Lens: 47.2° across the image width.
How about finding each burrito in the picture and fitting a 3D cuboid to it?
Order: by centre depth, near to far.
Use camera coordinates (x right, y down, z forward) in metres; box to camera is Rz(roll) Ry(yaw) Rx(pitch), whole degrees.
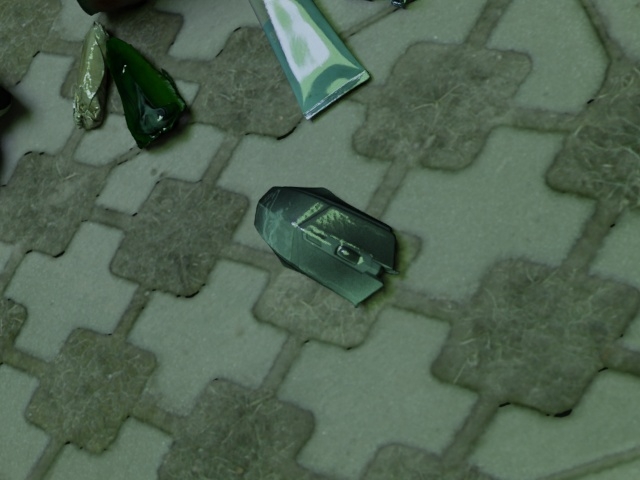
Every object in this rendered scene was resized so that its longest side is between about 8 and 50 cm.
[{"bbox_3d":[-0.380,-0.277,1.220,0.058,0.045,0.188,0,81,24],"label":"burrito"}]

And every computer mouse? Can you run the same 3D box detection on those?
[{"bbox_3d":[0.000,-0.002,0.993,0.231,0.071,0.126,32,94,24],"label":"computer mouse"}]

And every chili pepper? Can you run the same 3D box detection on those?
[{"bbox_3d":[-0.292,-0.238,1.168,0.108,0.062,0.216,-38,66,13],"label":"chili pepper"}]

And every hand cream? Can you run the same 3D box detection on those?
[{"bbox_3d":[-0.052,-0.330,1.080,0.111,0.070,0.312,-34,73,12],"label":"hand cream"}]

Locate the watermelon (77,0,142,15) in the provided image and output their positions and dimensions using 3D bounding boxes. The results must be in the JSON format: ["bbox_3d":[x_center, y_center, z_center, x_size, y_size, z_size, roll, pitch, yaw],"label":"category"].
[{"bbox_3d":[-0.321,-0.462,1.112,0.319,0.292,0.222,35,91,15],"label":"watermelon"}]

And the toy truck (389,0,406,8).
[{"bbox_3d":[0.091,-0.429,1.027,0.115,0.080,0.177,21,90,20],"label":"toy truck"}]

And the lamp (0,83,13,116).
[{"bbox_3d":[-0.643,-0.190,1.251,0.198,0.198,0.244,40,88,24],"label":"lamp"}]
